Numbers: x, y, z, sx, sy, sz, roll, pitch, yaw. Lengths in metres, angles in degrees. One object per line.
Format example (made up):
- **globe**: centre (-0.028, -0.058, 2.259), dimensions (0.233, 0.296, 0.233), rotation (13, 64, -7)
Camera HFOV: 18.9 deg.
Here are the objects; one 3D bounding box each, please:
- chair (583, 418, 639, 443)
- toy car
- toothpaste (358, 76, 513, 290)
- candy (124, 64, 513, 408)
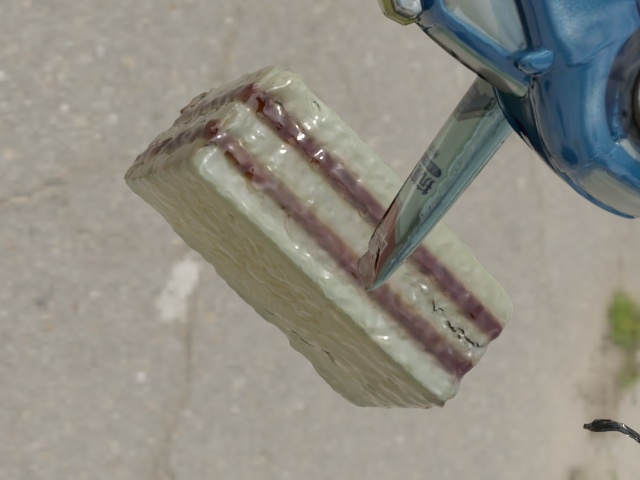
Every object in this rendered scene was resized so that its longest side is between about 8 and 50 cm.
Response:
- **chair**: centre (0.252, 0.087, 0.862), dimensions (0.149, 0.213, 0.174), rotation (-63, -174, 12)
- **toy car**: centre (0.111, -0.144, 0.989), dimensions (0.198, 0.166, 0.314), rotation (-113, -176, -72)
- **toothpaste**: centre (0.096, -0.069, 1.149), dimensions (0.039, 0.239, 0.062), rotation (33, 15, -13)
- **candy**: centre (0.000, 0.000, 1.668), dimensions (0.321, 0.179, 0.135), rotation (44, 71, -11)
